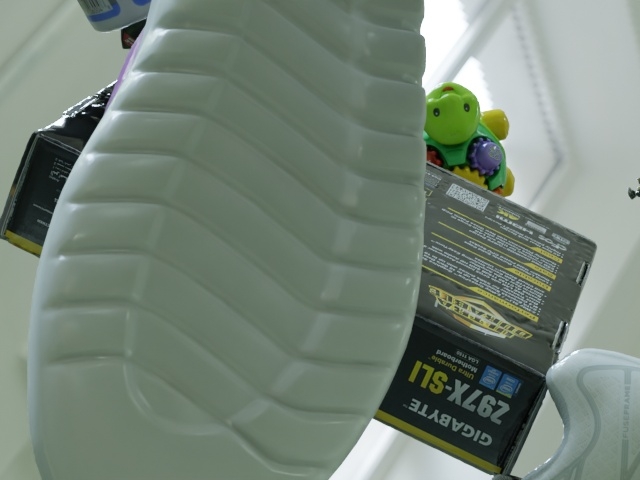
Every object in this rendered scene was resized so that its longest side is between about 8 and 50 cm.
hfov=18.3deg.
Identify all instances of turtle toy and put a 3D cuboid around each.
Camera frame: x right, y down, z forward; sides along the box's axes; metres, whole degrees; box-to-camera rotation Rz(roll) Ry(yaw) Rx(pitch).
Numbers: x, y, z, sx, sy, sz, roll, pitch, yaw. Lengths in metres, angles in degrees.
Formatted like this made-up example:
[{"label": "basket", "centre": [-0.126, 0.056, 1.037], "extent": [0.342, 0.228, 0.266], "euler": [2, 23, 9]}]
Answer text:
[{"label": "turtle toy", "centre": [0.096, -0.060, 1.443], "extent": [0.095, 0.066, 0.130], "euler": [-10, -57, -1]}]

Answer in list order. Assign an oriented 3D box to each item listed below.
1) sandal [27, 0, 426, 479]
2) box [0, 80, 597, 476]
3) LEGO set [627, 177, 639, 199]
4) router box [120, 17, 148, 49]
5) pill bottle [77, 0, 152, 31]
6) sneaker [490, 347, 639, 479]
[{"label": "sandal", "centre": [-0.035, -0.042, 0.915], "extent": [0.169, 0.416, 0.102], "euler": [23, -28, -18]}, {"label": "box", "centre": [0.000, 0.000, 1.212], "extent": [0.322, 0.257, 0.079], "euler": [25, -67, 5]}, {"label": "LEGO set", "centre": [0.257, -0.061, 1.489], "extent": [0.083, 0.054, 0.023], "euler": [-39, -110, 37]}, {"label": "router box", "centre": [-0.080, -0.179, 1.384], "extent": [0.122, 0.092, 0.038], "euler": [1, -28, -10]}, {"label": "pill bottle", "centre": [-0.136, -0.204, 1.211], "extent": [0.078, 0.078, 0.137], "euler": [-6, -61, 46]}, {"label": "sneaker", "centre": [0.127, 0.196, 1.063], "extent": [0.118, 0.292, 0.110], "euler": [24, 1, 11]}]
